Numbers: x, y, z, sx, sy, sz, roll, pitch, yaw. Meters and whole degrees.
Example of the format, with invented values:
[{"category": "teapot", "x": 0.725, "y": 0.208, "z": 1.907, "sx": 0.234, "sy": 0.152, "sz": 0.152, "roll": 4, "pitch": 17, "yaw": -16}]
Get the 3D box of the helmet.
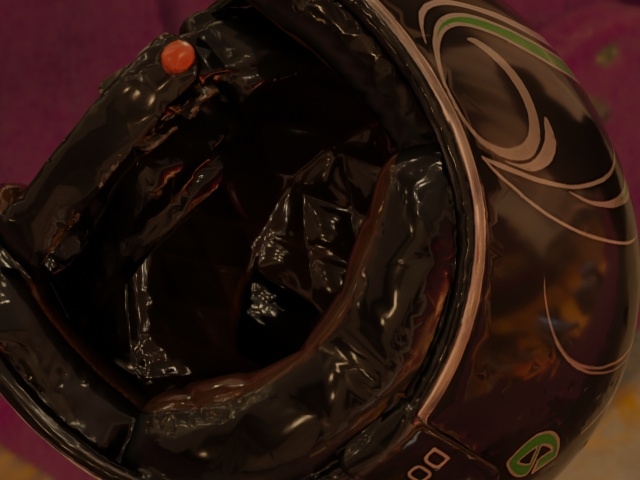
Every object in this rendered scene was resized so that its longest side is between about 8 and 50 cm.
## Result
[{"category": "helmet", "x": 0.000, "y": 0.000, "z": 0.407, "sx": 0.169, "sy": 0.169, "sz": 0.161, "roll": 18, "pitch": 3, "yaw": 20}]
